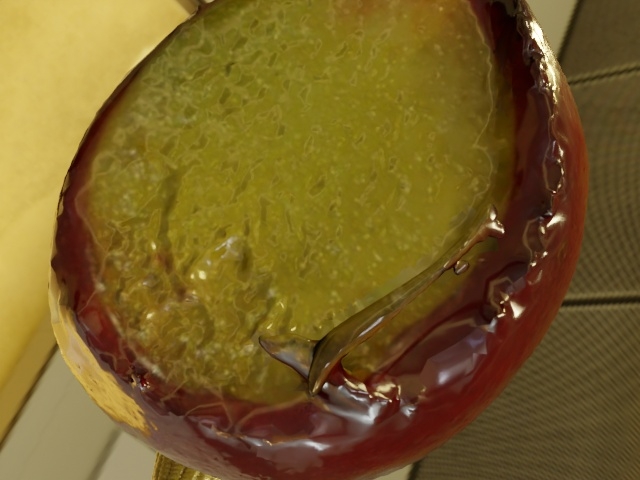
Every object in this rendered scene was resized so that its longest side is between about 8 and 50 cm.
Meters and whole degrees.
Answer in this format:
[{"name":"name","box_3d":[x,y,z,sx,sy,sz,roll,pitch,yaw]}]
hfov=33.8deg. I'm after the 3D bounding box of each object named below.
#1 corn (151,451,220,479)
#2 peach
[{"name":"corn","box_3d":[-0.176,0.299,1.449,0.106,0.106,0.305,-29,-147,24]},{"name":"peach","box_3d":[0.009,-0.003,0.775,0.335,0.310,0.406,32,-110,18]}]
